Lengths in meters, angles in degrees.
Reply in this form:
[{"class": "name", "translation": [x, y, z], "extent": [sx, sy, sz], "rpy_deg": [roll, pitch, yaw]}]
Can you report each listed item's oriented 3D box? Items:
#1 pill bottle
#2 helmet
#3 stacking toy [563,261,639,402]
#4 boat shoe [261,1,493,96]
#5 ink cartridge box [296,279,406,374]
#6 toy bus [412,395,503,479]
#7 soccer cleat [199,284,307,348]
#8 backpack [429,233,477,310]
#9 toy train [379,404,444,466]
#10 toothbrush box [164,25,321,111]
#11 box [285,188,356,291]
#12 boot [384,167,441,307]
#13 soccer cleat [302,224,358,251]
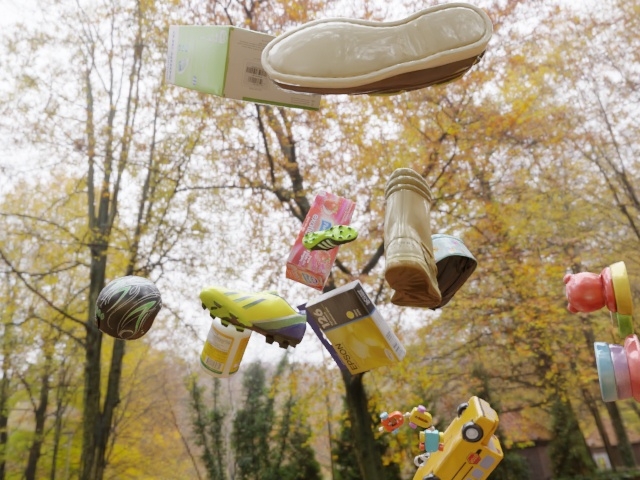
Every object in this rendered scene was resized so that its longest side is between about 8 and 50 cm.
[{"class": "pill bottle", "translation": [-0.258, 0.271, 1.506], "extent": [0.118, 0.117, 0.208], "rpy_deg": [10, -68, -29]}, {"class": "helmet", "translation": [-0.530, 0.177, 1.486], "extent": [0.169, 0.169, 0.161], "rpy_deg": [21, -77, -42]}, {"class": "stacking toy", "translation": [0.665, 0.224, 1.256], "extent": [0.131, 0.308, 0.279], "rpy_deg": [-10, -18, 26]}, {"class": "boat shoe", "translation": [0.080, -0.260, 0.778], "extent": [0.325, 0.116, 0.096], "rpy_deg": [-12, -18, -4]}, {"class": "ink cartridge box", "translation": [0.089, 0.316, 1.847], "extent": [0.307, 0.303, 0.072], "rpy_deg": [-28, 11, 36]}, {"class": "toy bus", "translation": [0.352, 0.569, 1.374], "extent": [0.130, 0.108, 0.332], "rpy_deg": [31, -75, 0]}, {"class": "soccer cleat", "translation": [-0.154, 0.159, 1.264], "extent": [0.289, 0.121, 0.093], "rpy_deg": [31, -29, -29]}, {"class": "backpack", "translation": [0.290, 0.068, 1.352], "extent": [0.166, 0.144, 0.188], "rpy_deg": [14, -47, -31]}, {"class": "toy train", "translation": [0.229, 0.471, 1.331], "extent": [0.125, 0.166, 0.046], "rpy_deg": [-38, 5, 10]}, {"class": "toothbrush box", "translation": [-0.152, -0.337, 1.042], "extent": [0.206, 0.122, 0.283], "rpy_deg": [-2, 20, -37]}, {"class": "box", "translation": [0.000, 0.000, 1.827], "extent": [0.142, 0.299, 0.154], "rpy_deg": [22, -26, 4]}, {"class": "boot", "translation": [0.167, 0.007, 0.990], "extent": [0.095, 0.203, 0.262], "rpy_deg": [-5, -25, 17]}, {"class": "soccer cleat", "translation": [0.033, -0.002, 1.604], "extent": [0.179, 0.060, 0.072], "rpy_deg": [-9, -36, 23]}]
